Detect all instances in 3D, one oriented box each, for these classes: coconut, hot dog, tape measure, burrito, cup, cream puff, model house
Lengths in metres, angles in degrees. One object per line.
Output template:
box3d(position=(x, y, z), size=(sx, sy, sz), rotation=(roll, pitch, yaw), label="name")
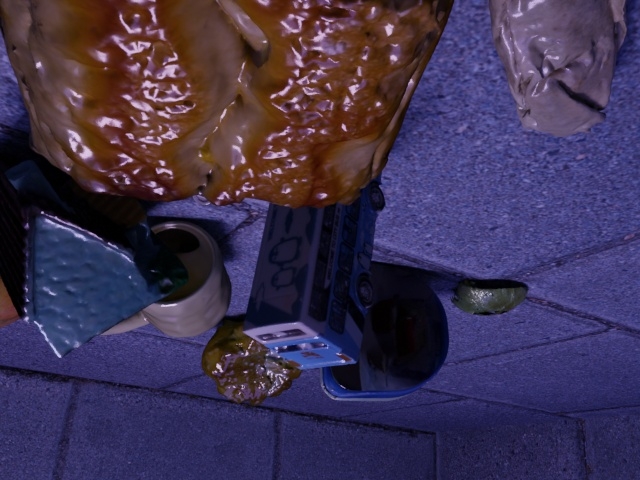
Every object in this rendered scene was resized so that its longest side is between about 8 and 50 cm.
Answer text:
box3d(position=(0.343, 0.125, 1.305), size=(0.133, 0.055, 0.158), rotation=(21, 150, -37), label="coconut")
box3d(position=(-0.079, -0.186, 0.493), size=(0.368, 0.196, 0.365), rotation=(2, 159, -9), label="hot dog")
box3d(position=(0.115, 0.180, 1.231), size=(0.262, 0.259, 0.138), rotation=(5, 158, -13), label="tape measure")
box3d(position=(0.203, -0.205, 0.534), size=(0.117, 0.076, 0.392), rotation=(-7, 154, 22), label="burrito")
box3d(position=(-0.282, 0.106, 1.126), size=(0.173, 0.255, 0.202), rotation=(37, 160, 15), label="cup")
box3d(position=(-0.179, 0.300, 1.676), size=(0.282, 0.185, 0.281), rotation=(-6, 119, -10), label="cream puff")
box3d(position=(-0.368, -0.032, 0.898), size=(0.281, 0.230, 0.248), rotation=(32, 145, 46), label="model house")

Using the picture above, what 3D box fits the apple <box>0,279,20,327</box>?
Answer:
box3d(position=(-0.643, 0.063, 1.146), size=(0.261, 0.193, 0.261), rotation=(2, 158, 1), label="apple")

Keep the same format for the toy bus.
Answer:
box3d(position=(0.000, 0.000, 0.775), size=(0.106, 0.297, 0.131), rotation=(-15, 144, 37), label="toy bus")

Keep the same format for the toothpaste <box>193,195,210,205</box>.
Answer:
box3d(position=(-0.103, -0.090, 0.738), size=(0.052, 0.218, 0.033), rotation=(-2, 113, 12), label="toothpaste")
